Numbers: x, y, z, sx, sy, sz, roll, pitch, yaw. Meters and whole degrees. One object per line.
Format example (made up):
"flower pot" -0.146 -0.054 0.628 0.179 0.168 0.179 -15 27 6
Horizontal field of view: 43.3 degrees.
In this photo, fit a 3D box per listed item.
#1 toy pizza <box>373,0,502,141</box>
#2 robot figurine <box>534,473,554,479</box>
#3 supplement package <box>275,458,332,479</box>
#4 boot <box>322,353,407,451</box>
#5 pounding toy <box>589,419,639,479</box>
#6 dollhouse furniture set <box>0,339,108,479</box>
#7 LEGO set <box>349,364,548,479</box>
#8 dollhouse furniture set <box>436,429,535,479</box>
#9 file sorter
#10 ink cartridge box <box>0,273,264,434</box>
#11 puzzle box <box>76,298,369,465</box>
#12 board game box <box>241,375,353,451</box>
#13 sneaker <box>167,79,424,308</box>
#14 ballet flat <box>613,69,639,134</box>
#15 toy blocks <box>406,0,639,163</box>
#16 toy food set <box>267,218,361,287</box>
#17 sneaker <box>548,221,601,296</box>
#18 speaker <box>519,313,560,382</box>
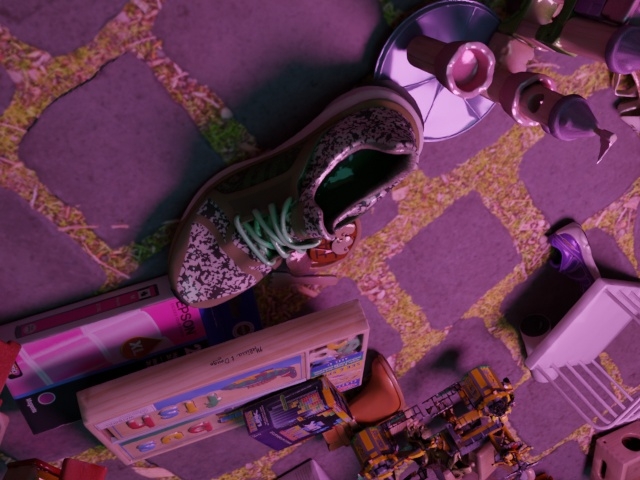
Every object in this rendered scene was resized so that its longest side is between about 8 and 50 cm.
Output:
"toy pizza" 0.162 -0.227 1.080 0.201 0.032 0.201 -10 125 -15
"robot figurine" 0.425 0.611 1.752 0.291 0.085 0.211 -33 129 4
"supplement package" 0.007 0.572 1.447 0.145 0.262 0.204 -30 130 3
"boot" 0.067 0.290 1.392 0.152 0.073 0.197 -17 126 -5
"pounding toy" 0.691 0.438 1.731 0.206 0.094 0.181 -17 124 -21
"dollhouse furniture set" -0.429 0.255 1.080 0.201 0.152 0.374 -15 139 31
"LEGO set" 0.231 0.388 1.386 0.331 0.192 0.255 -24 142 -7
"dollhouse furniture set" 0.250 0.593 1.512 0.355 0.174 0.303 -33 129 -31
"file sorter" 0.522 0.196 1.377 0.277 0.173 0.193 7 126 -51
"ink cartridge box" -0.265 0.150 1.171 0.371 0.069 0.176 -19 129 -11
"puzzle box" -0.129 0.222 1.208 0.409 0.052 0.272 -18 155 -8
"board game box" -0.032 0.278 1.278 0.141 0.048 0.170 -24 155 3
"sneaker" -0.038 -0.040 1.019 0.410 0.182 0.158 -39 110 11
"ballet flat" 0.473 -0.216 1.197 0.067 0.073 0.206 -9 129 20
"toy blocks" 0.324 -0.251 0.951 0.309 0.260 0.288 20 103 -31
"toy food set" 0.000 0.000 1.176 0.132 0.038 0.192 1 123 -22
"sneaker" 0.429 0.040 1.368 0.071 0.068 0.170 -23 122 15
"speaker" 0.398 0.196 1.461 0.055 0.055 0.136 -26 130 -2
